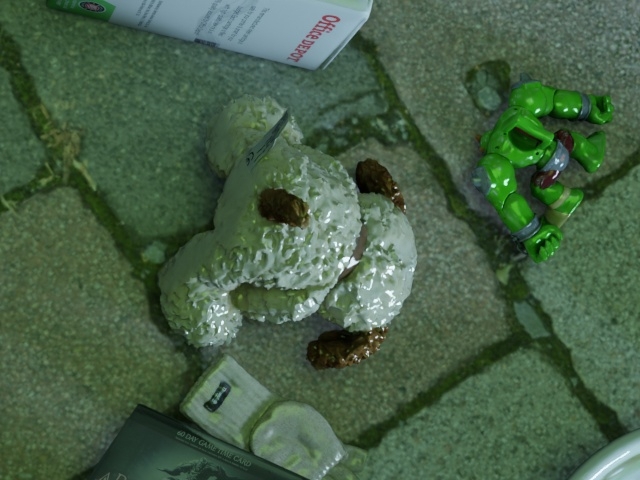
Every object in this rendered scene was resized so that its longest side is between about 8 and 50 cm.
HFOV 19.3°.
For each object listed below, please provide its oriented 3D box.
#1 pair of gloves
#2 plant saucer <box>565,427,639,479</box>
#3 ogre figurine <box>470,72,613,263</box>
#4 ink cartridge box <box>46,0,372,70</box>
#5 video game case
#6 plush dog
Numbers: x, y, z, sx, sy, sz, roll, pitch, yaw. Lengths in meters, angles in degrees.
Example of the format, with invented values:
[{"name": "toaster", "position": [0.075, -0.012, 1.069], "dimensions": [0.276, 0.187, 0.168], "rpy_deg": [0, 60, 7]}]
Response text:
[{"name": "pair of gloves", "position": [-0.084, 0.257, 1.835], "dimensions": [0.204, 0.042, 0.240], "rpy_deg": [33, 82, -13]}, {"name": "plant saucer", "position": [0.375, 0.380, 1.898], "dimensions": [0.400, 0.100, 0.400], "rpy_deg": [2, 80, -14]}, {"name": "ogre figurine", "position": [0.225, -0.089, 1.941], "dimensions": [0.118, 0.097, 0.197], "rpy_deg": [34, 86, -18]}, {"name": "ink cartridge box", "position": [-0.105, -0.274, 1.829], "dimensions": [0.289, 0.211, 0.122], "rpy_deg": [12, 77, -13]}, {"name": "video game case", "position": [-0.156, 0.295, 1.706], "dimensions": [0.196, 0.026, 0.274], "rpy_deg": [21, 63, 23]}, {"name": "plush dog", "position": [0.000, 0.000, 1.838], "dimensions": [0.225, 0.210, 0.262], "rpy_deg": [23, 75, -33]}]
